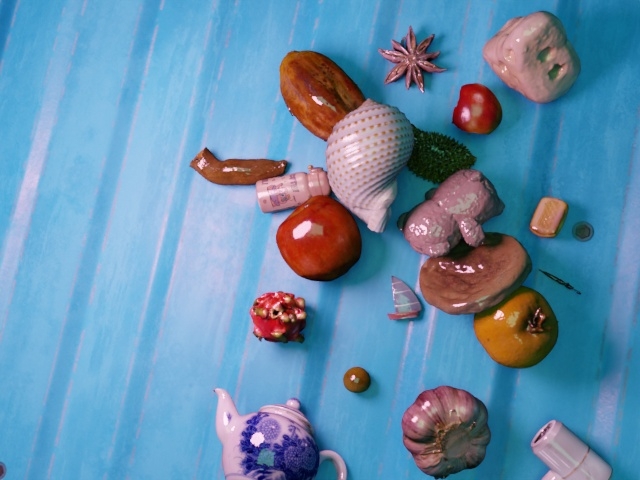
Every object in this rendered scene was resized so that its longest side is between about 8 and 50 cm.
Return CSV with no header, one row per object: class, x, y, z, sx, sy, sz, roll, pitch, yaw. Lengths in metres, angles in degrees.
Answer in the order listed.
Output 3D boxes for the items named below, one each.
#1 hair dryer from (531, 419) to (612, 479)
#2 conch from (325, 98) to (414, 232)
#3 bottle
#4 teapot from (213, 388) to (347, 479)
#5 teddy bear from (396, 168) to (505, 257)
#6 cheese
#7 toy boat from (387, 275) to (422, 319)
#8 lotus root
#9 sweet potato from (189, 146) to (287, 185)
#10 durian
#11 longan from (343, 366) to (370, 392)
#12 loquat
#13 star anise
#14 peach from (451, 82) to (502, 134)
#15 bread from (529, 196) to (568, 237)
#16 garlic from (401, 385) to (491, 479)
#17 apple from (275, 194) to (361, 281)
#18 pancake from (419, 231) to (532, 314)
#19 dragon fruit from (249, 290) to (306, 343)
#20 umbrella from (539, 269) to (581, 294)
hair dryer,0.539,0.634,1.579,0.173,0.107,0.357,42,97,15
conch,0.114,-0.200,1.641,0.215,0.303,0.319,18,93,4
bottle,-0.072,-0.148,1.775,0.209,0.097,0.110,-12,106,6
teapot,-0.114,0.531,1.636,0.424,0.252,0.280,33,51,-7
teddy bear,0.344,-0.067,1.660,0.267,0.151,0.236,-47,46,3
cheese,0.575,-0.480,1.663,0.248,0.251,0.173,44,92,-3
toy boat,0.225,0.153,1.720,0.096,0.034,0.122,-6,80,3
lotus root,-0.006,-0.407,1.774,0.193,0.193,0.291,-42,81,2
sweet potato,-0.239,-0.213,1.820,0.286,0.085,0.112,1,78,9
durian,0.307,-0.236,1.730,0.221,0.095,0.137,30,88,15
longan,0.098,0.381,1.698,0.075,0.075,0.083,6,124,10
loquat,0.490,0.216,1.581,0.208,0.208,0.208,-1,82,9
star anise,0.260,-0.502,1.791,0.195,0.065,0.182,-34,83,-1
peach,0.433,-0.359,1.722,0.151,0.151,0.118,27,132,12
bread,0.608,-0.057,1.673,0.082,0.056,0.115,16,72,29
garlic,0.311,0.474,1.603,0.245,0.160,0.244,-4,107,-15
apple,0.000,0.000,1.693,0.230,0.230,0.229,-1,82,9
pancake,0.392,0.078,1.612,0.295,0.294,0.049,-25,122,5
dragon fruit,-0.109,0.210,1.696,0.167,0.172,0.160,35,89,11
umbrella,0.634,0.109,1.668,0.122,0.022,0.013,35,115,22
